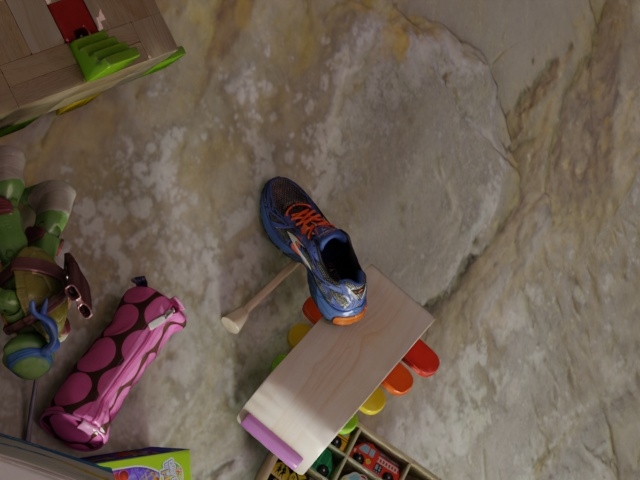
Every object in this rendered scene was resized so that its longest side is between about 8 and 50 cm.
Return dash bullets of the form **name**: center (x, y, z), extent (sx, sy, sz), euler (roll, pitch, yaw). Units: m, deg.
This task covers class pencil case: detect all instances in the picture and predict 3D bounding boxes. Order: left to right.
- **pencil case**: center (-0.240, 0.149, 1.958), extent (0.095, 0.098, 0.209), euler (49, 56, -30)

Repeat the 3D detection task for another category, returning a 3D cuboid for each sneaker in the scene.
- **sneaker**: center (0.000, 0.000, 2.159), extent (0.083, 0.087, 0.221), euler (-26, 69, -29)

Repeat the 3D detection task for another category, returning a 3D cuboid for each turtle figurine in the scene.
- **turtle figurine**: center (-0.366, 0.052, 1.840), extent (0.197, 0.275, 0.266), euler (13, 56, -21)

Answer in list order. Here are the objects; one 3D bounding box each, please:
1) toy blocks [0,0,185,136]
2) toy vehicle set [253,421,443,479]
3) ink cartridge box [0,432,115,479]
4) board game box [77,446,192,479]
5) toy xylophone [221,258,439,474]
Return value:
- **toy blocks**: center (-0.342, -0.273, 1.849), extent (0.381, 0.190, 0.261), euler (-28, 91, -43)
- **toy vehicle set**: center (0.049, 0.336, 2.194), extent (0.267, 0.035, 0.166), euler (35, 56, -12)
- **ink cartridge box**: center (-0.313, 0.303, 1.714), extent (0.168, 0.232, 0.171), euler (20, 85, -9)
- **board game box**: center (-0.254, 0.426, 1.938), extent (0.233, 0.078, 0.347), euler (-3, 89, -45)
- **toy xylophone**: center (0.011, 0.136, 2.190), extent (0.322, 0.081, 0.236), euler (-37, 79, -32)
